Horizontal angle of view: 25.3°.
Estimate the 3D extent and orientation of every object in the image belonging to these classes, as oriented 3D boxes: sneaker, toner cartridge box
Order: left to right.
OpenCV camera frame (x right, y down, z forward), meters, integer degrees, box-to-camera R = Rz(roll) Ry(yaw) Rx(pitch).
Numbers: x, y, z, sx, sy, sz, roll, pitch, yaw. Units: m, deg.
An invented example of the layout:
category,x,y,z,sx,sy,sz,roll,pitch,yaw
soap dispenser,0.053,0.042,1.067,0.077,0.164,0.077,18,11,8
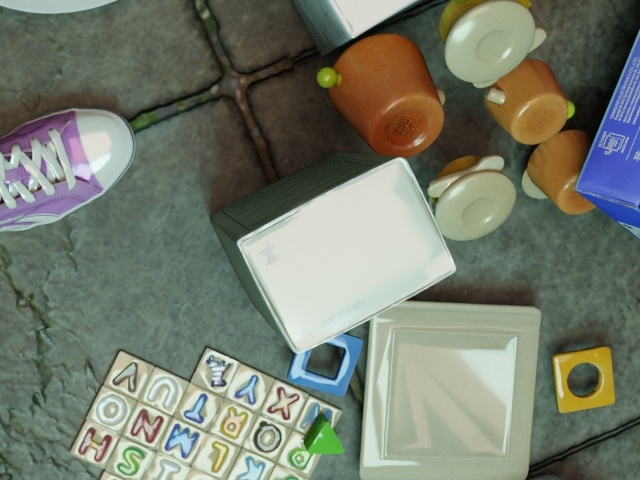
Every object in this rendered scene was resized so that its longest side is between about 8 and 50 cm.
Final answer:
category,x,y,z,sx,sy,sz,roll,pitch,yaw
sneaker,-0.304,-0.048,1.336,0.282,0.161,0.102,-22,97,-7
toner cartridge box,0.378,-0.173,1.410,0.165,0.075,0.348,29,83,-52

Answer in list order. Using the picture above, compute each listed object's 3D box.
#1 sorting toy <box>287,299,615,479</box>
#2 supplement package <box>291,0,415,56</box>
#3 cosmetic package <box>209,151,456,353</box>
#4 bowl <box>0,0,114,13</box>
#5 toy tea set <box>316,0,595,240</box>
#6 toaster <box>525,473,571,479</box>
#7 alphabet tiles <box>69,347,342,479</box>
category,x,y,z,sx,sy,sz,roll,pitch,yaw
sorting toy,0.133,0.156,1.482,0.347,0.047,0.196,3,99,-10
supplement package,0.059,-0.290,1.340,0.194,0.203,0.149,-31,96,-5
cosmetic package,0.000,0.000,1.310,0.160,0.309,0.113,-27,99,-5
bowl,-0.236,-0.364,1.295,0.298,0.298,0.134,-30,55,-5
toy tea set,0.146,-0.121,1.377,0.200,0.124,0.336,-35,136,9
toaster,0.205,0.339,1.472,0.227,0.129,0.146,-20,95,-3
alphabet tiles,-0.124,0.214,1.466,0.237,0.009,0.198,26,92,-11
